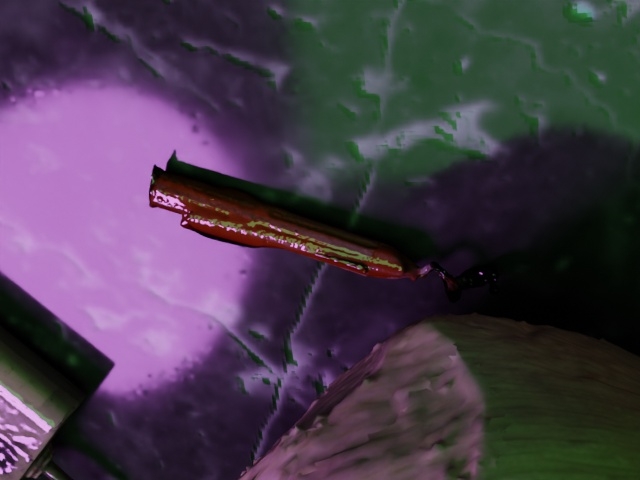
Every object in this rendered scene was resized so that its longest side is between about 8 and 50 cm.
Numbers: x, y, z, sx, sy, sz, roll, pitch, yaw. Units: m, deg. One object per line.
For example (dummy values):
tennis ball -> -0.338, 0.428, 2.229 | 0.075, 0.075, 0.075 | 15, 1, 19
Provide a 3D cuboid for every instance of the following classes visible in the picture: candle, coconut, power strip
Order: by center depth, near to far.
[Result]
coconut -> 0.082, 0.171, 0.416 | 0.297, 0.297, 0.254 | 41, 126, -3
candle -> 0.000, 0.001, 0.516 | 0.167, 0.021, 0.026 | 17, 93, 9
power strip -> -0.218, 0.058, 0.589 | 0.268, 0.034, 0.092 | 39, 115, -2
